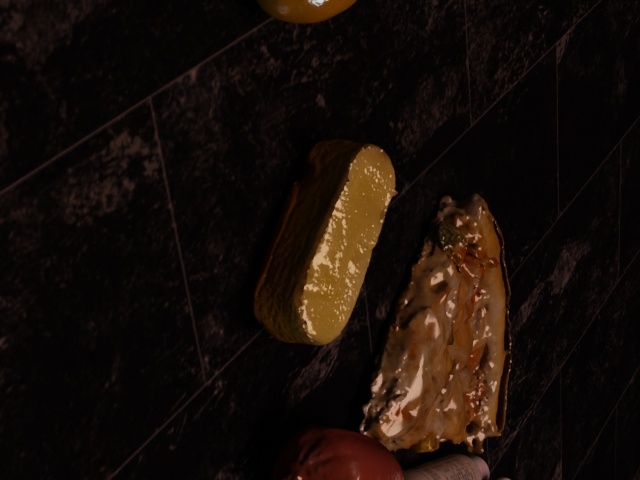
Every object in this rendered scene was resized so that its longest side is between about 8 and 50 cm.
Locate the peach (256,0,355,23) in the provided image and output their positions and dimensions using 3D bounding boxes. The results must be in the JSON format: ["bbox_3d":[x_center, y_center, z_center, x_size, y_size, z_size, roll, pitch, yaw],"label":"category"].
[{"bbox_3d":[-0.010,-0.283,1.193,0.138,0.138,0.138,-29,125,-53],"label":"peach"}]

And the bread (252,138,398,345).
[{"bbox_3d":[0.000,0.000,1.355,0.102,0.094,0.245,39,66,-48],"label":"bread"}]

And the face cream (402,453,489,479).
[{"bbox_3d":[0.178,0.366,1.803,0.269,0.082,0.081,3,97,-60],"label":"face cream"}]

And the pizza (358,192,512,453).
[{"bbox_3d":[0.196,0.127,1.752,0.435,0.080,0.391,7,95,-62],"label":"pizza"}]

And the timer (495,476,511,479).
[{"bbox_3d":[0.257,0.505,1.814,0.192,0.194,0.195,-15,144,-58],"label":"timer"}]

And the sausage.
[{"bbox_3d":[0.024,0.293,1.450,0.254,0.148,0.148,36,69,-59],"label":"sausage"}]
